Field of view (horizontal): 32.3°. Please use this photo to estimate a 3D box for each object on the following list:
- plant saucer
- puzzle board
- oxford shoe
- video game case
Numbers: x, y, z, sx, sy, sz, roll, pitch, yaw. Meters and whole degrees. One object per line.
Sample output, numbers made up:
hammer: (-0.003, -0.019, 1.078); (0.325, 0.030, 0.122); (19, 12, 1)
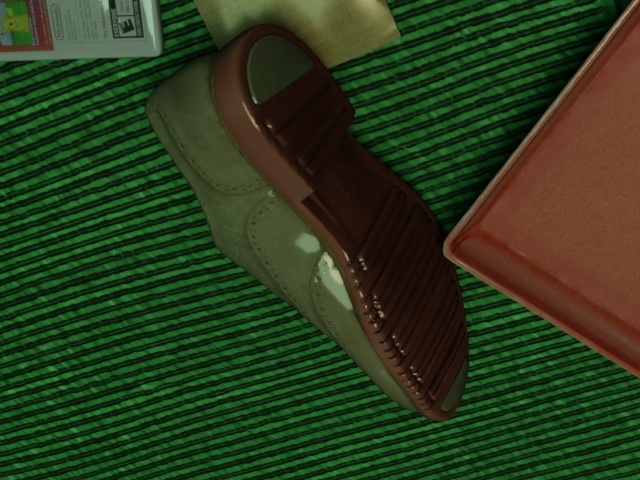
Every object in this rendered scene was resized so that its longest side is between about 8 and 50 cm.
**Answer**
plant saucer: (0.266, -0.031, 0.827); (0.258, 0.048, 0.259); (31, 113, -11)
puzzle board: (-0.019, -0.167, 0.802); (0.128, 0.011, 0.096); (-21, 113, 14)
oxford shoe: (0.000, 0.000, 0.843); (0.130, 0.123, 0.348); (-13, 118, 39)
video game case: (-0.211, -0.226, 0.780); (0.183, 0.023, 0.201); (-1, 116, 4)
